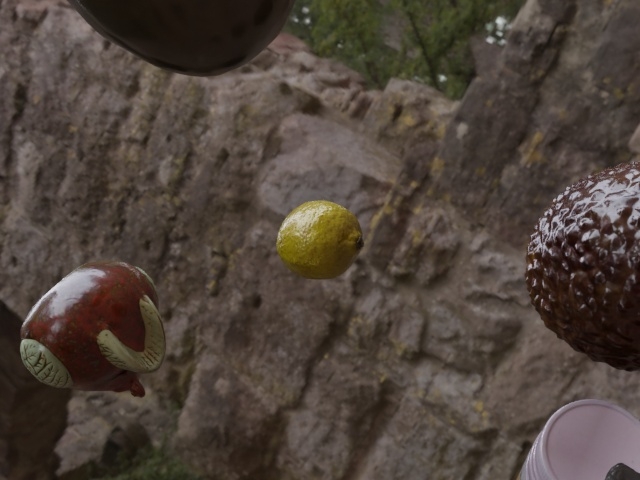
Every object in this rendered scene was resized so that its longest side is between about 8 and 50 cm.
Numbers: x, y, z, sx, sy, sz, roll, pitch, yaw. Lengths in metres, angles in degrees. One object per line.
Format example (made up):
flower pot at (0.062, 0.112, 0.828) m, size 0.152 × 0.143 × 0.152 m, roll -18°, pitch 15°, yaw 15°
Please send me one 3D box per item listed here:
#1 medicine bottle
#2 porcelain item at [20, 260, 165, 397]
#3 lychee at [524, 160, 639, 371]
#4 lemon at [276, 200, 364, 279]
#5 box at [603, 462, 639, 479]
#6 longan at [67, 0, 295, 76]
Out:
medicine bottle at (0.301, 0.291, 0.967) m, size 0.133 × 0.133 × 0.250 m, roll -48°, pitch -23°, yaw -22°
porcelain item at (-0.351, 0.161, 1.341) m, size 0.253 × 0.253 × 0.253 m, roll -45°, pitch -25°, yaw -28°
lychee at (0.376, 0.021, 0.970) m, size 0.260 × 0.260 × 0.261 m, roll -45°, pitch -25°, yaw -28°
lemon at (0.000, 0.000, 1.115) m, size 0.109 × 0.133 × 0.109 m, roll -16°, pitch -70°, yaw -52°
box at (0.160, 0.316, 0.308) m, size 0.204 × 0.251 × 0.345 m, roll -29°, pitch -48°, yaw -45°
longan at (-0.129, -0.288, 0.759) m, size 0.258 × 0.258 × 0.258 m, roll -45°, pitch -25°, yaw -28°
